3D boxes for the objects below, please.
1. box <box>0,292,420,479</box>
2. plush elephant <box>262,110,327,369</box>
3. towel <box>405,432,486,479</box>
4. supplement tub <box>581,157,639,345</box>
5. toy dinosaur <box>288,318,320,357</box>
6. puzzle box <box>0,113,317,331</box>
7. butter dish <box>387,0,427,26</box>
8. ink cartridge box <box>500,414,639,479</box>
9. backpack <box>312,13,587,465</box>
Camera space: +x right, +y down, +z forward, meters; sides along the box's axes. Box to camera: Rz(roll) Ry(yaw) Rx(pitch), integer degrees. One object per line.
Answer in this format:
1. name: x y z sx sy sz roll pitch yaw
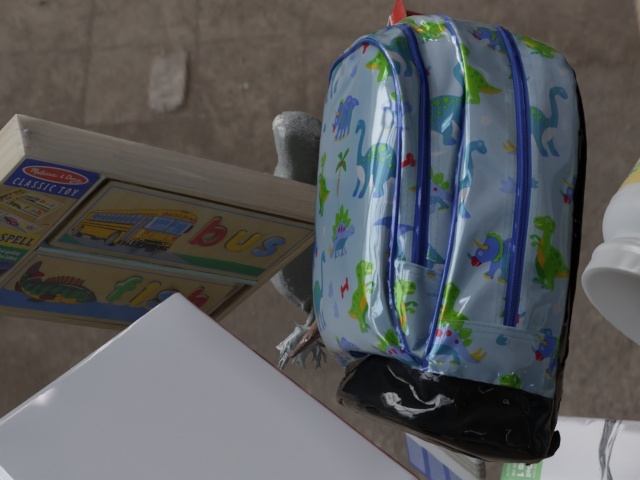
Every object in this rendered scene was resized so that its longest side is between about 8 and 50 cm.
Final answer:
1. box: -0.069 0.242 0.895 0.215 0.345 0.168 35 57 29
2. plush elephant: 0.000 0.000 1.895 0.272 0.330 0.255 18 8 -13
3. towel: 0.164 0.230 1.879 0.034 0.285 0.209 -22 27 -22
4. supplement tub: 0.450 -0.039 1.445 0.241 0.241 0.331 30 74 24
5. toy dinosaur: 0.105 0.078 1.686 0.295 0.127 0.200 -15 18 -13
6. puzzle box: -0.215 0.002 1.459 0.409 0.272 0.052 11 49 -43
7. butter dish: 0.164 -0.284 2.158 0.118 0.160 0.160 0 45 -9
8. ink cartridge box: 0.341 0.269 1.557 0.219 0.160 0.093 0 64 34
9. backpack: 0.107 -0.014 1.162 0.273 0.290 0.355 22 83 -7
